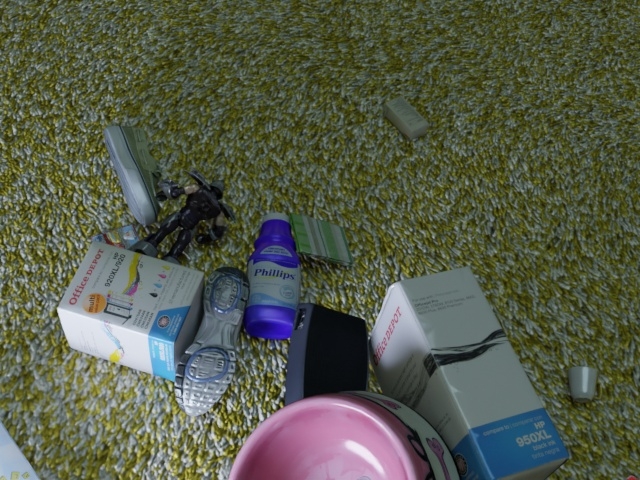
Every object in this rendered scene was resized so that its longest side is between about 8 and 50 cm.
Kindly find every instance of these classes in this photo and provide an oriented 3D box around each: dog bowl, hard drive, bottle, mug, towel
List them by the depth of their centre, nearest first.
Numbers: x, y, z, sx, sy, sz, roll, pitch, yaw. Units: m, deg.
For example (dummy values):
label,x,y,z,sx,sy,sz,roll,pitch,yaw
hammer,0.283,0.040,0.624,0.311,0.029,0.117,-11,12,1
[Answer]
label,x,y,z,sx,sy,sz,roll,pitch,yaw
dog bowl,0.022,0.435,1.288,0.408,0.150,0.408,-9,65,20
hard drive,0.020,0.253,1.548,0.172,0.054,0.254,20,57,-23
mug,0.555,0.304,1.637,0.078,0.062,0.064,8,62,5
bottle,-0.099,0.070,1.677,0.118,0.092,0.283,7,54,-7
towel,0.000,0.000,1.746,0.152,0.023,0.113,15,45,-35

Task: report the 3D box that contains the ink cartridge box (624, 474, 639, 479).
label,x,y,z,sx,sy,sz,roll,pitch,yaw
ink cartridge box,0.598,0.549,1.343,0.296,0.261,0.066,30,55,13

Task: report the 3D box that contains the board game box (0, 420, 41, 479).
label,x,y,z,sx,sy,sz,roll,pitch,yaw
board game box,-0.641,0.466,1.327,0.319,0.066,0.318,-32,65,-27

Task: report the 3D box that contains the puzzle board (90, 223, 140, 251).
label,x,y,z,sx,sy,sz,roll,pitch,yaw
puzzle board,-0.432,0.025,1.708,0.096,0.011,0.128,-20,61,-21

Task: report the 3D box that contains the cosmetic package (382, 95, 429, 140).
label,x,y,z,sx,sy,sz,roll,pitch,yaw
cosmetic package,0.220,-0.316,2.033,0.060,0.041,0.115,-26,63,-25

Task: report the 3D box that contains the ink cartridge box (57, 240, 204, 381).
label,x,y,z,sx,sy,sz,roll,pitch,yaw
ink cartridge box,-0.364,0.138,1.541,0.233,0.168,0.171,16,55,4

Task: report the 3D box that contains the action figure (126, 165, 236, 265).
label,x,y,z,sx,sy,sz,roll,pitch,yaw
action figure,-0.298,-0.036,1.684,0.185,0.099,0.285,46,68,-20

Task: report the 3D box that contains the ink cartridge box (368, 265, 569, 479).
label,x,y,z,sx,sy,sz,roll,pitch,yaw
ink cartridge box,0.249,0.290,1.456,0.166,0.285,0.395,-11,58,-19

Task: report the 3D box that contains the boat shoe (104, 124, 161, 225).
label,x,y,z,sx,sy,sz,roll,pitch,yaw
boat shoe,-0.412,-0.163,1.787,0.094,0.109,0.302,-15,56,-21

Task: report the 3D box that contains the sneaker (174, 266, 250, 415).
label,x,y,z,sx,sy,sz,roll,pitch,yaw
sneaker,-0.204,0.205,1.560,0.111,0.129,0.297,18,73,1
